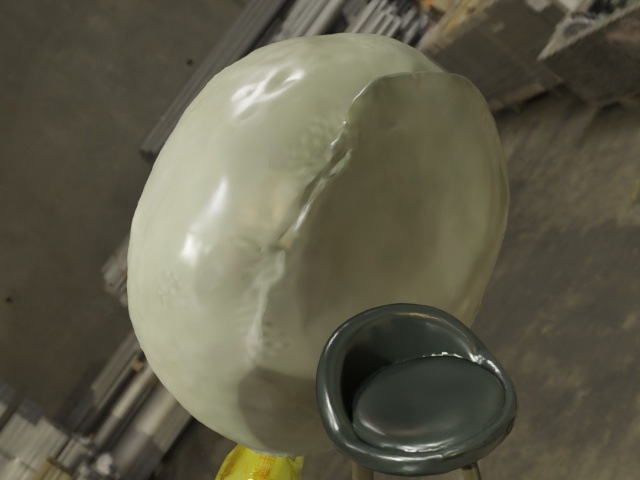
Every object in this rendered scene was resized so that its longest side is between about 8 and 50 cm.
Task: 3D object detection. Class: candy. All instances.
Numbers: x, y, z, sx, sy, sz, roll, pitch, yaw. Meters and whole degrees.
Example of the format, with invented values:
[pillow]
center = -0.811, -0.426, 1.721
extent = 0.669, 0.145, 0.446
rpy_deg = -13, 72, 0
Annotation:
[candy]
center = 0.000, 0.000, 0.624
extent = 0.185, 0.295, 0.295
rpy_deg = 20, 70, 43

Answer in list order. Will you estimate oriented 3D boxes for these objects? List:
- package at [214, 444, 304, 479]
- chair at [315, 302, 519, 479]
[package]
center = -0.079, 0.292, 1.016
extent = 0.168, 0.090, 0.226
rpy_deg = -59, 8, 44
[chair]
center = 0.065, 0.146, 0.473
extent = 0.104, 0.222, 0.095
rpy_deg = -25, 23, -27
